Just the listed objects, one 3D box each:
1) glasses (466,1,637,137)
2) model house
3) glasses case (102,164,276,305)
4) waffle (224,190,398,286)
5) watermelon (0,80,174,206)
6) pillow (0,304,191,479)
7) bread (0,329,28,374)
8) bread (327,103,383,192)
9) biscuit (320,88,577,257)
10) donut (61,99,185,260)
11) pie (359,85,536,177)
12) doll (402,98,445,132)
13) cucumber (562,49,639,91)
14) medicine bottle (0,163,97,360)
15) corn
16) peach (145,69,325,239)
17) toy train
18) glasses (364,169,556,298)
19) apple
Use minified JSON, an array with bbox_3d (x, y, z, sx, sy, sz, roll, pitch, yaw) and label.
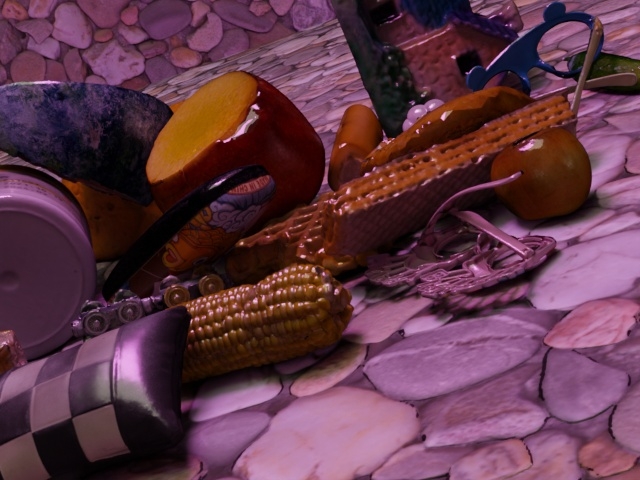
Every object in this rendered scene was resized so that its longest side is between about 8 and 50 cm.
[{"bbox_3d":[0.340,-0.209,1.657,0.239,0.102,0.207,-38,52,0],"label":"glasses"},{"bbox_3d":[0.184,-0.364,1.933,0.280,0.312,0.245,-22,14,8],"label":"model house"},{"bbox_3d":[-0.173,0.003,1.503,0.122,0.082,0.321,-29,-8,-48],"label":"glasses case"},{"bbox_3d":[0.000,-0.001,1.499,0.249,0.056,0.253,-27,19,-15],"label":"waffle"},{"bbox_3d":[-0.368,-0.134,1.748,0.318,0.148,0.226,5,-14,-29],"label":"watermelon"},{"bbox_3d":[-0.244,0.172,1.184,0.250,0.106,0.186,-21,36,14],"label":"pillow"},{"bbox_3d":[-0.405,0.160,1.465,0.070,0.083,0.077,-21,17,-6],"label":"bread"},{"bbox_3d":[0.056,-0.137,1.785,0.074,0.093,0.239,13,23,1],"label":"bread"},{"bbox_3d":[0.163,-0.079,1.406,0.378,0.094,0.054,-23,56,-26],"label":"biscuit"},{"bbox_3d":[-0.279,-0.136,2.056,0.435,0.163,0.377,-34,20,-31],"label":"donut"},{"bbox_3d":[0.166,-0.128,1.530,0.273,0.069,0.273,-18,-11,-3],"label":"pie"},{"bbox_3d":[0.172,-0.173,1.787,0.106,0.062,0.162,-16,17,4],"label":"doll"},{"bbox_3d":[0.422,-0.251,1.736,0.056,0.056,0.250,-25,18,-10],"label":"cucumber"},{"bbox_3d":[-0.437,0.026,1.638,0.238,0.238,0.232,-25,18,-8],"label":"medicine bottle"},{"bbox_3d":[-0.100,0.100,1.259,0.291,0.101,0.101,-19,17,21],"label":"corn"},{"bbox_3d":[-0.109,-0.118,1.667,0.245,0.249,0.274,12,-6,-21],"label":"peach"},{"bbox_3d":[-0.201,0.093,1.433,0.202,0.081,0.060,-17,17,-8],"label":"toy train"},{"bbox_3d":[0.142,0.001,1.264,0.162,0.095,0.255,-34,18,-21],"label":"glasses"},{"bbox_3d":[0.254,-0.073,1.340,0.114,0.102,0.099,-24,3,18],"label":"apple"}]
